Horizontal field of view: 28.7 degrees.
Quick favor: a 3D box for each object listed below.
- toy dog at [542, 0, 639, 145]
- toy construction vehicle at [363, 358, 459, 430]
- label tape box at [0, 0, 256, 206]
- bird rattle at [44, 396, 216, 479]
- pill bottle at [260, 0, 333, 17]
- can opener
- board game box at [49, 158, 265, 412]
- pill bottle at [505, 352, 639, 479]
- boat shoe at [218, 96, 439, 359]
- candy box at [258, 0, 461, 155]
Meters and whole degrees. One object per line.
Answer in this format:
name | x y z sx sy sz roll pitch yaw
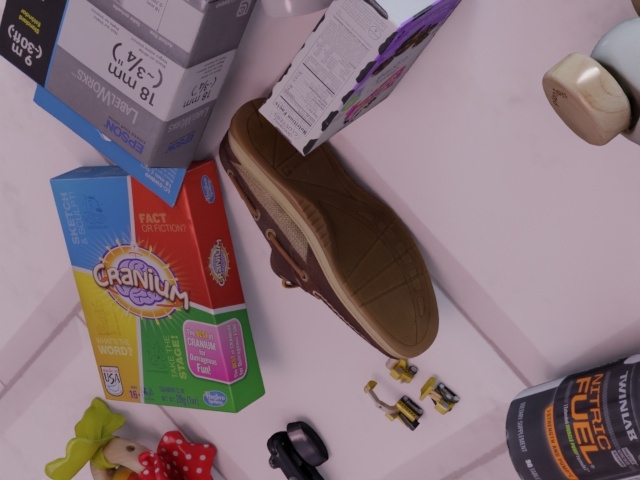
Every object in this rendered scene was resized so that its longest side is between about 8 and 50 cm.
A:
toy dog | 0.339 -0.077 1.087 0.220 0.161 0.334 -23 71 6
toy construction vehicle | 0.108 0.191 1.528 0.098 0.035 0.086 42 134 6
label tape box | -0.234 -0.204 1.395 0.240 0.106 0.334 37 128 13
bird rattle | -0.268 0.346 1.883 0.253 0.143 0.207 11 137 15
pill bottle | -0.037 -0.320 1.244 0.108 0.108 0.180 7 122 33
can opener | -0.011 0.331 1.693 0.073 0.059 0.186 -17 107 41
board game box | -0.212 0.059 1.620 0.242 0.064 0.317 -1 108 37
pill bottle | 0.323 0.187 1.302 0.245 0.130 0.130 -27 101 43
boat shoe | 0.000 0.000 1.432 0.342 0.123 0.123 50 143 3
candy box | 0.048 -0.194 1.225 0.070 0.165 0.196 45 135 6
